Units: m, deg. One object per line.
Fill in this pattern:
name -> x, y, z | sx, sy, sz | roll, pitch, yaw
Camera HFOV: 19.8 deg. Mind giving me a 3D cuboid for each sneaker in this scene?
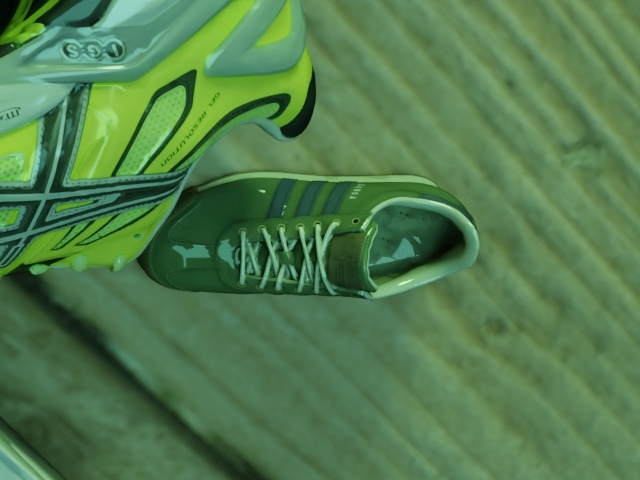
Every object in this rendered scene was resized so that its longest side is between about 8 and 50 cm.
sneaker -> -0.161, -0.027, 0.910 | 0.385, 0.145, 0.147 | -34, 115, -9
sneaker -> 0.000, 0.000, 1.017 | 0.192, 0.086, 0.064 | -7, 108, -21

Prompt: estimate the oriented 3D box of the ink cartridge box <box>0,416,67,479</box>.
ink cartridge box -> -0.255, 0.225, 0.954 | 0.306, 0.131, 0.226 | -44, 117, -7
